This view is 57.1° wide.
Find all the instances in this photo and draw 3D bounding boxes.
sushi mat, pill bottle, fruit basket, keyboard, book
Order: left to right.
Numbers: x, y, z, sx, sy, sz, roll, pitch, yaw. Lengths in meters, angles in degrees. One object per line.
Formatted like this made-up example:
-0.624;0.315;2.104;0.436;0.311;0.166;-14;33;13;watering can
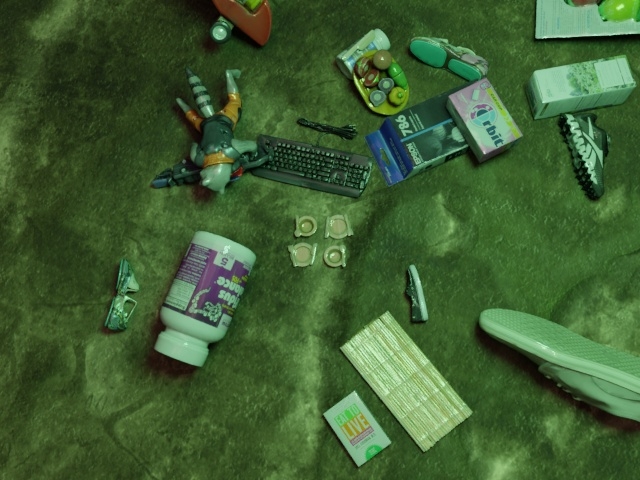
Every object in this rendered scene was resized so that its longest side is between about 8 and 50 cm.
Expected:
-0.284;0.143;1.425;0.169;0.169;0.301;19;79;10;pill bottle
-0.015;-0.237;1.569;0.318;0.033;0.201;13;77;8;keyboard
0.086;0.442;1.388;0.096;0.035;0.144;-37;77;0;book
0.117;-0.508;1.599;0.137;0.078;0.078;-39;76;-5;pill bottle
0.202;0.331;1.409;0.151;0.019;0.316;-39;76;-4;sushi mat
0.764;-0.680;1.565;0.353;0.165;0.326;1;75;22;fruit basket

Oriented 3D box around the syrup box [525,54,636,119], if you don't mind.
0.662;-0.391;1.508;0.237;0.096;0.093;-10;73;3;syrup box

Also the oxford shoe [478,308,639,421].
0.566;0.284;1.328;0.450;0.169;0.130;23;115;12;oxford shoe

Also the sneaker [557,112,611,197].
0.685;-0.223;1.472;0.106;0.078;0.234;-14;73;4;sneaker

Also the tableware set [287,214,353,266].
0.000;0.000;1.512;0.169;0.020;0.140;0;76;5;tableware set

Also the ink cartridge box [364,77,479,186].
0.295;-0.282;1.534;0.333;0.065;0.165;-25;76;0;ink cartridge box

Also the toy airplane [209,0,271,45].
-0.254;-0.748;1.540;0.273;0.384;0.385;-28;73;9;toy airplane

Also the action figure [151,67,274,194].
-0.314;-0.262;1.528;0.342;0.178;0.330;-19;65;7;action figure

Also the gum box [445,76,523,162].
0.402;-0.303;1.465;0.107;0.062;0.188;-26;76;-2;gum box

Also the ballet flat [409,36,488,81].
0.349;-0.499;1.585;0.222;0.077;0.079;26;61;6;ballet flat

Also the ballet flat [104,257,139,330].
-0.501;0.140;1.510;0.070;0.070;0.188;9;79;8;ballet flat

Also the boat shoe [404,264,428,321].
0.229;0.130;1.442;0.040;0.049;0.142;-12;77;3;boat shoe

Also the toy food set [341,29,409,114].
0.156;-0.433;1.538;0.128;0.071;0.217;-36;101;-5;toy food set
